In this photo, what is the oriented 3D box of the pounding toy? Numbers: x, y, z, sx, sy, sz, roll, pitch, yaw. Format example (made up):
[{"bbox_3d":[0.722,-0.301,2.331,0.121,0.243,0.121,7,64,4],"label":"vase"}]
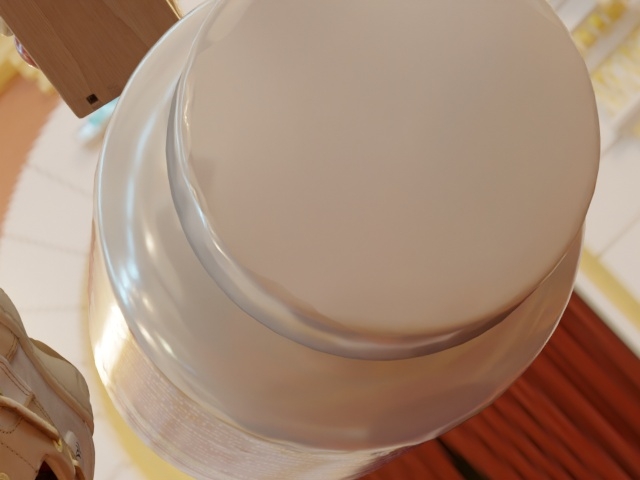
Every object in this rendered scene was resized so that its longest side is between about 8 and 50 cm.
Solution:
[{"bbox_3d":[-0.142,-0.139,0.885,0.100,0.141,0.130,-30,-47,3],"label":"pounding toy"}]

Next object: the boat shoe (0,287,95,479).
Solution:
[{"bbox_3d":[-0.094,0.050,0.426,0.063,0.059,0.170,-22,-22,10],"label":"boat shoe"}]

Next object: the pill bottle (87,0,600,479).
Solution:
[{"bbox_3d":[0.000,0.000,0.636,0.169,0.169,0.301,-37,-5,-14],"label":"pill bottle"}]
